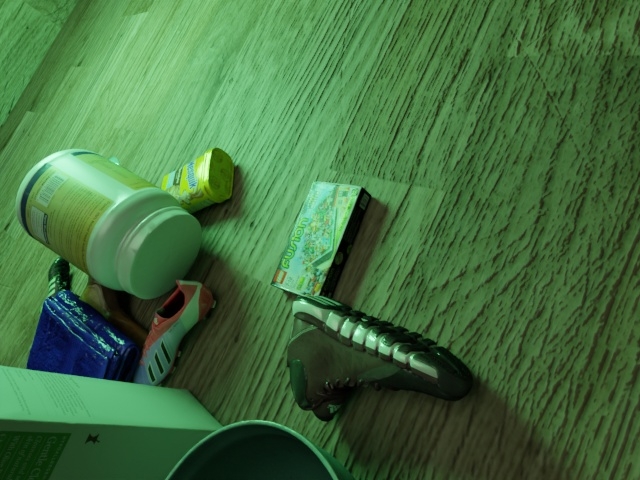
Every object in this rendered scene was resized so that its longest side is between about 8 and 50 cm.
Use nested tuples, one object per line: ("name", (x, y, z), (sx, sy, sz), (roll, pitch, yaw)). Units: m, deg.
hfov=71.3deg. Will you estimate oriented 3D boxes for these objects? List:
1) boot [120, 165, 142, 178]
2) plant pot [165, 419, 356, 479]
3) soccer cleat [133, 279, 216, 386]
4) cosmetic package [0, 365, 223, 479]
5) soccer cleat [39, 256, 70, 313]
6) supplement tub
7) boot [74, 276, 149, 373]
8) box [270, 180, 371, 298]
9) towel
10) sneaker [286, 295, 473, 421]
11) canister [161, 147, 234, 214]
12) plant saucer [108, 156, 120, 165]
("boot", (-0.572, -0.168, 1.270), (0.158, 0.059, 0.084), (32, 93, 41))
("plant pot", (-0.039, 0.375, 0.501), (0.293, 0.196, 0.292), (-19, 51, 25))
("soccer cleat", (-0.305, 0.183, 0.870), (0.083, 0.095, 0.248), (37, 92, 42))
("cosmetic package", (-0.346, 0.318, 0.653), (0.155, 0.366, 0.196), (21, 84, 43))
("soccer cleat", (-0.718, 0.132, 1.231), (0.073, 0.060, 0.178), (-4, 72, 25))
("supplement tub", (-0.434, -0.035, 0.937), (0.317, 0.228, 0.228), (28, 86, 18))
("boot", (-0.457, 0.150, 1.004), (0.281, 0.096, 0.264), (32, 81, 37))
("box", (0.000, 0.000, 0.776), (0.114, 0.036, 0.206), (13, 76, 40))
("towel", (-0.507, 0.253, 0.913), (0.308, 0.076, 0.227), (21, 90, 36))
("sneaker", (0.059, 0.191, 0.614), (0.282, 0.107, 0.162), (19, 94, 42))
("canister", (-0.287, -0.125, 1.027), (0.170, 0.073, 0.126), (-19, 58, 30))
("plant saucer", (-0.602, -0.138, 1.241), (0.195, 0.038, 0.194), (-3, 86, 48))
